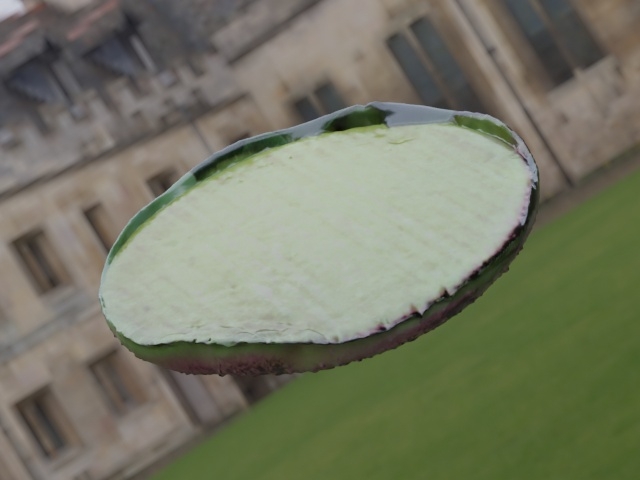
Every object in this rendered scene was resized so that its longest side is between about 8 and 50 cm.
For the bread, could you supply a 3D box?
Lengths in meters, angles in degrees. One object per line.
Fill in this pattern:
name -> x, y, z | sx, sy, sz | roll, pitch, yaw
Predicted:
bread -> 0.000, 0.000, 0.925 | 0.229, 0.033, 0.228 | -13, 30, 8
